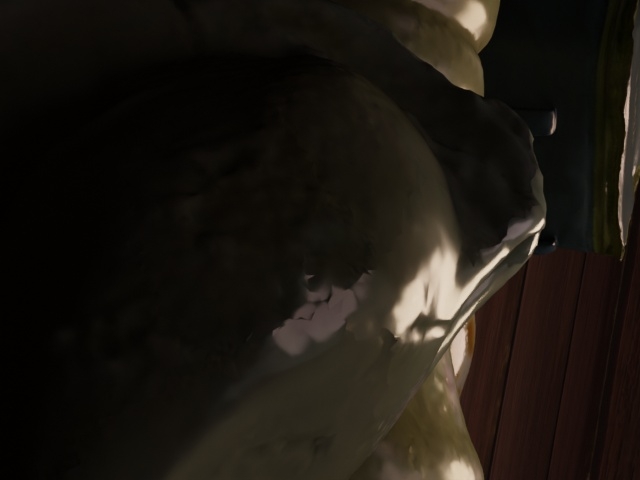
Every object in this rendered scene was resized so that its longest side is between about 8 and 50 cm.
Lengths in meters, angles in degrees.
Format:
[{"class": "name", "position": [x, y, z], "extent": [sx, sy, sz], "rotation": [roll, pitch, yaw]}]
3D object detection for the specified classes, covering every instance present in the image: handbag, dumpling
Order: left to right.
[{"class": "dumpling", "position": [-0.050, 0.016, 0.627], "extent": [0.320, 0.211, 0.270], "rotation": [-25, 111, -52]}, {"class": "handbag", "position": [0.144, -0.119, 1.166], "extent": [0.263, 0.241, 0.222], "rotation": [77, 27, -44]}]

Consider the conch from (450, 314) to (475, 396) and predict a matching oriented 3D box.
[{"class": "conch", "position": [0.031, 0.074, 1.078], "extent": [0.148, 0.182, 0.275], "rotation": [4, 87, -29]}]

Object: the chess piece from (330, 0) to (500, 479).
[{"class": "chess piece", "position": [0.000, 0.000, 0.867], "extent": [0.234, 0.234, 0.442], "rotation": [37, 59, -68]}]
